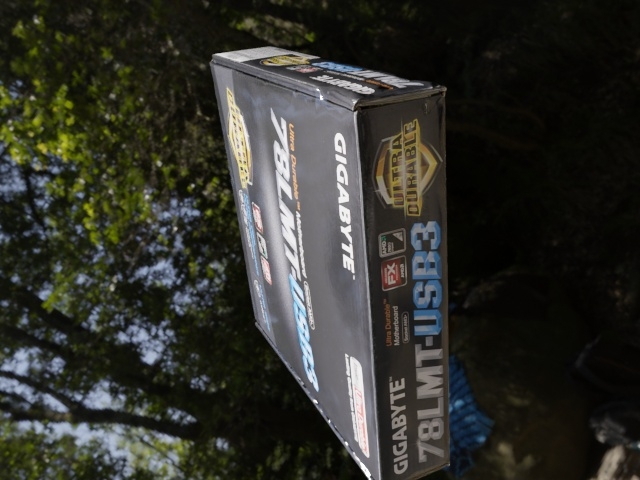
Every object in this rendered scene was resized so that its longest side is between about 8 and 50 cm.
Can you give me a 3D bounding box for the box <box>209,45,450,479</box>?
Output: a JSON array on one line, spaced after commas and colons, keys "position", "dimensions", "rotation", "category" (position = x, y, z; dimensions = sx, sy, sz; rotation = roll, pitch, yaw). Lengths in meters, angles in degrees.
[{"position": [0.000, 0.000, 0.566], "dimensions": [0.073, 0.293, 0.295], "rotation": [-15, -64, -19], "category": "box"}]
